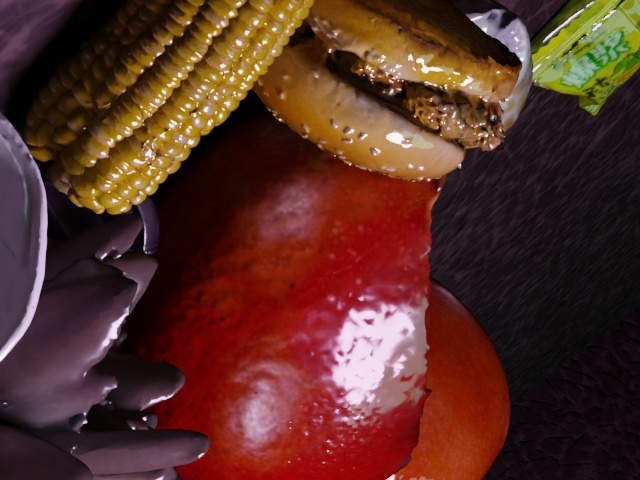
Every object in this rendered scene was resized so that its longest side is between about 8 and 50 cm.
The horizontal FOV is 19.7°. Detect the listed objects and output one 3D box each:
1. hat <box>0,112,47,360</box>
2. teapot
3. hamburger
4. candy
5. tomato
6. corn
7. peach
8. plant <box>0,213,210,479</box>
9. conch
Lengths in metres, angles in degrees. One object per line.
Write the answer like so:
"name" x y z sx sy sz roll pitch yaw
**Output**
"hat" -0.233 0.009 0.926 0.203 0.203 0.126 -41 180 -8
"teapot" -0.158 0.018 1.188 0.087 0.096 0.177 -26 171 -48
"hamburger" 0.036 -0.111 1.166 0.118 0.191 0.182 -59 -164 20
"candy" 0.288 -0.192 1.842 0.149 0.069 0.246 -44 164 16
"tomato" 0.007 0.174 1.774 0.341 0.272 0.341 -38 -174 4
"corn" -0.061 -0.137 1.069 0.291 0.101 0.101 -48 164 12
"peach" -0.003 0.033 1.365 0.338 0.281 0.281 -47 164 18
"plant" -0.224 0.103 1.070 0.321 0.194 0.181 -24 161 3
"conch" 0.114 -0.138 1.495 0.116 0.106 0.173 -21 143 -6
